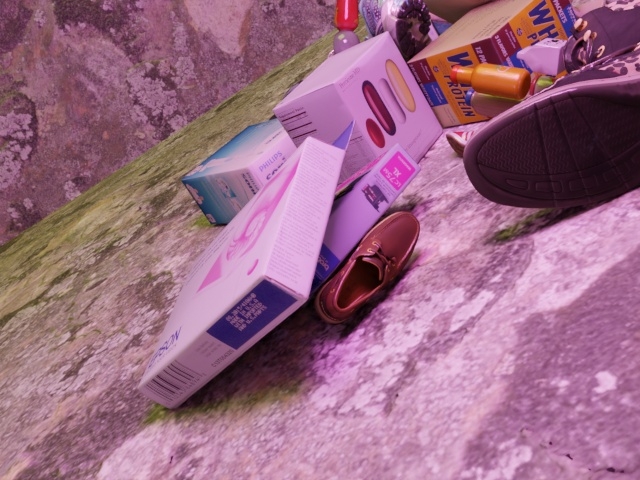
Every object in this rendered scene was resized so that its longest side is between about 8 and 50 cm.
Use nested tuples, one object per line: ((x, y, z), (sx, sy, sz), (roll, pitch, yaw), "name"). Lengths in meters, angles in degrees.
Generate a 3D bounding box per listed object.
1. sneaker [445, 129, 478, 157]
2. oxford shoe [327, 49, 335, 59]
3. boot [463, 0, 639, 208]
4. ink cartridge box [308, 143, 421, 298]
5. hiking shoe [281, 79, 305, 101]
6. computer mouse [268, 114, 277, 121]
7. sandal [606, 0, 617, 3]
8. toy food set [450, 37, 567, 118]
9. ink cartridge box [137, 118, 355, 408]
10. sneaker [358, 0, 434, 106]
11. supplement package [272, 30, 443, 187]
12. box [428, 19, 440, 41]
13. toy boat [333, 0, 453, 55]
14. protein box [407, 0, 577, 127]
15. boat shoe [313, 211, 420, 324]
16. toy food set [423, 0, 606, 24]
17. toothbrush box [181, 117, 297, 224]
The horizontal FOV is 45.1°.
((0.242, -0.157, 1.167), (0.067, 0.042, 0.118), (-40, 28, -6), "sneaker")
((0.082, -0.439, 1.952), (0.169, 0.130, 0.449), (-23, 21, 31), "oxford shoe")
((0.345, -0.184, 0.930), (0.377, 0.138, 0.284), (-24, 22, 14), "boot")
((0.000, 0.000, 1.087), (0.311, 0.065, 0.185), (-50, 10, -35), "ink cartridge box")
((0.004, -0.279, 1.682), (0.304, 0.113, 0.132), (-2, 54, 47), "hiking shoe")
((-0.090, -0.275, 1.911), (0.188, 0.072, 0.272), (-25, 21, 24), "computer mouse")
((0.574, -0.494, 1.281), (0.169, 0.102, 0.416), (-38, 11, 4), "sandal")
((0.282, -0.225, 1.095), (0.104, 0.111, 0.232), (19, 37, 33), "toy food set")
((-0.095, 0.017, 1.012), (0.324, 0.071, 0.330), (-43, 23, 41), "ink cartridge box")
((0.151, -0.344, 1.405), (0.122, 0.283, 0.110), (31, 71, 35), "sneaker")
((0.069, -0.203, 1.305), (0.149, 0.203, 0.194), (-13, 29, 45), "supplement package")
((0.179, -0.389, 1.701), (0.203, 0.114, 0.103), (-28, 20, 17), "box")
((0.172, -0.490, 1.821), (0.318, 0.148, 0.267), (0, 5, -25), "toy boat")
((0.298, -0.309, 1.297), (0.200, 0.136, 0.201), (-42, 21, -26), "protein box")
((0.067, 0.032, 0.948), (0.178, 0.064, 0.060), (-46, 4, -18), "boat shoe")
((0.339, -0.457, 1.415), (0.219, 0.306, 0.093), (1, 78, 57), "toy food set")
((-0.115, -0.148, 1.571), (0.216, 0.126, 0.295), (-44, 21, -29), "toothbrush box")
